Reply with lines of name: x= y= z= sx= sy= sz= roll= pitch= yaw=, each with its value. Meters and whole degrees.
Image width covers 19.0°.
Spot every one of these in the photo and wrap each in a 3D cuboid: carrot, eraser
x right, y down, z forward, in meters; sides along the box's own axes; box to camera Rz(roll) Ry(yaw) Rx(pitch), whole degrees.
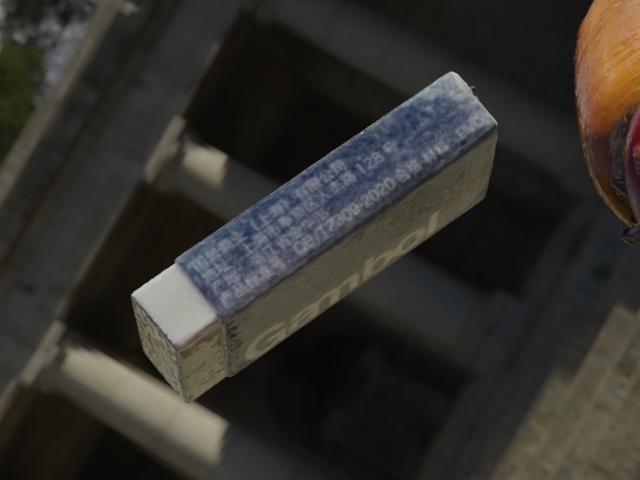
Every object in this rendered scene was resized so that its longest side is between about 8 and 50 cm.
carrot: x=0.328 y=-0.096 z=1.698 sx=0.331 sy=0.193 sz=0.214 roll=-87 pitch=-22 yaw=-64
eraser: x=0.000 y=0.000 z=1.020 sx=0.212 sy=0.046 sz=0.092 roll=-35 pitch=-19 yaw=-14

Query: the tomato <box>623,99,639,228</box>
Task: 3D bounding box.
tomato: x=0.269 y=-0.038 z=1.163 sx=0.167 sy=0.167 sz=0.167 roll=-54 pitch=-16 yaw=-24
